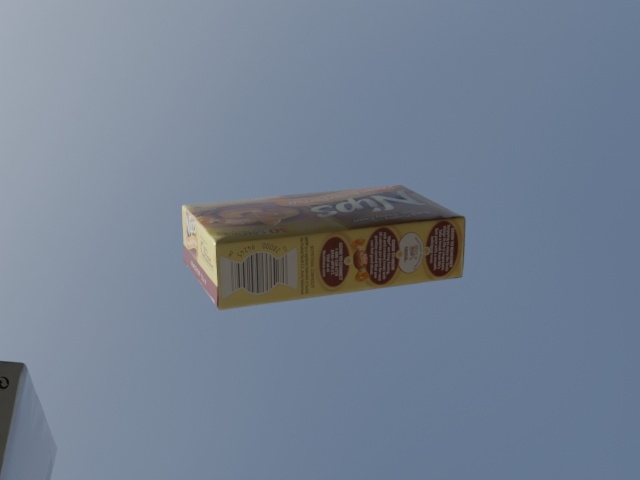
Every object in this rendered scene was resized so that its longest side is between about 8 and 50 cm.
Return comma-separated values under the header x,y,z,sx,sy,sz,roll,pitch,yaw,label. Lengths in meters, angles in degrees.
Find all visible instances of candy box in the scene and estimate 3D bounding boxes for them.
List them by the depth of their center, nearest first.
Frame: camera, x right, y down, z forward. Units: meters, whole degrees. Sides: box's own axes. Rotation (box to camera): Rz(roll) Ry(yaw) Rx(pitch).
x,y,z,sx,sy,sz,roll,pitch,yaw,label
0.000,0.000,1.040,0.316,0.183,0.087,-6,-71,-20,candy box

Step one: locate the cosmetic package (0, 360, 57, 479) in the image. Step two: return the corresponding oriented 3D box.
x,y,z,sx,sy,sz,roll,pitch,yaw,label
-0.389,0.178,0.704,0.284,0.377,0.097,10,-115,-10,cosmetic package
